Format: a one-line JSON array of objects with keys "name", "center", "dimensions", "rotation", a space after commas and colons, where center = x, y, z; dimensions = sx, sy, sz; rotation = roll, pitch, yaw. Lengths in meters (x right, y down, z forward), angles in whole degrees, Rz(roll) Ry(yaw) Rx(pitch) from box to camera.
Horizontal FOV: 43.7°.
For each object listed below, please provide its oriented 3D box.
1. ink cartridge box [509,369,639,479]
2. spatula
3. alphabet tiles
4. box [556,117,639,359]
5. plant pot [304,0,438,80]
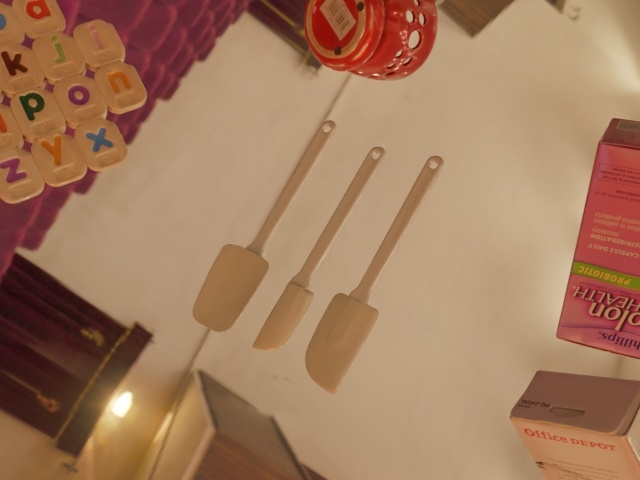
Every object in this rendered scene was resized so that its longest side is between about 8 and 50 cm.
[{"name": "ink cartridge box", "center": [0.246, 0.187, 0.684], "dimensions": [0.109, 0.150, 0.063], "rotation": [-3, -144, 50]}, {"name": "spatula", "center": [0.000, 0.000, 0.748], "dimensions": [0.242, 0.168, 0.019], "rotation": [-61, 153, -11]}, {"name": "alphabet tiles", "center": [-0.381, -0.191, 1.040], "dimensions": [0.284, 0.278, 0.021], "rotation": [-25, 169, -21]}, {"name": "box", "center": [0.382, -0.011, 0.976], "dimensions": [0.213, 0.117, 0.243], "rotation": [-34, 133, -62]}, {"name": "plant pot", "center": [0.078, -0.373, 1.375], "dimensions": [0.174, 0.191, 0.191], "rotation": [-11, 156, -45]}]
